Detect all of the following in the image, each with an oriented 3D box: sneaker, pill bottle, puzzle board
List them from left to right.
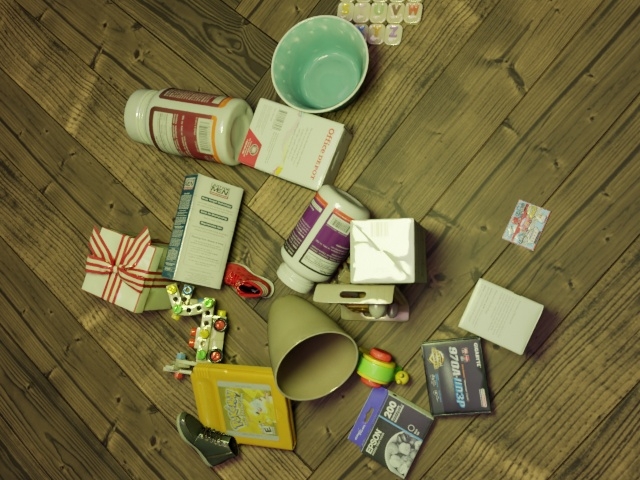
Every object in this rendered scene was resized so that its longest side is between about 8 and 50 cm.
[{"bbox_3d":[-0.442,-0.391,1.877,0.392,0.224,0.224,13,89,18],"label":"pill bottle"},{"bbox_3d":[-0.358,0.622,1.788,0.118,0.083,0.222,-26,110,21],"label":"sneaker"},{"bbox_3d":[-0.268,0.126,1.831,0.221,0.128,0.087,17,91,17],"label":"sneaker"},{"bbox_3d":[0.000,0.000,1.722,0.181,0.181,0.323,38,105,16],"label":"pill bottle"},{"bbox_3d":[0.607,-0.046,1.642,0.096,0.011,0.128,24,93,17],"label":"puzzle board"}]

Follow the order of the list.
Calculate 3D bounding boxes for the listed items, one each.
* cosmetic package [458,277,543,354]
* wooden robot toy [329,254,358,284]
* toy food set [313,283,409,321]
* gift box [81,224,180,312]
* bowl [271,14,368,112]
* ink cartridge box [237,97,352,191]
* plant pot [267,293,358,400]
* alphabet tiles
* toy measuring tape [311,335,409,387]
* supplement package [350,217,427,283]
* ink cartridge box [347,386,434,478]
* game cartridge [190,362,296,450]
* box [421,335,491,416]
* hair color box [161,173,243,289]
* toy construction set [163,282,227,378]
[{"bbox_3d":[0.507,0.212,1.578,0.183,0.151,0.151,24,92,16],"label":"cosmetic package"},{"bbox_3d":[0.101,0.104,1.763,0.079,0.076,0.173,27,119,-20],"label":"wooden robot toy"},{"bbox_3d":[0.128,0.196,1.620,0.219,0.306,0.092,-1,71,17],"label":"toy food set"},{"bbox_3d":[-0.627,0.078,1.876,0.255,0.258,0.276,14,91,17],"label":"gift box"},{"bbox_3d":[0.017,-0.533,1.779,0.311,0.163,0.312,-2,83,17],"label":"bowl"},{"bbox_3d":[-0.083,-0.301,1.809,0.306,0.131,0.226,23,92,16],"label":"ink cartridge box"},{"bbox_3d":[-0.057,0.291,1.683,0.256,0.256,0.274,-46,38,9],"label":"plant pot"},{"bbox_3d":[0.196,-0.777,1.821,0.284,0.021,0.278,8,88,18],"label":"alphabet tiles"},{"bbox_3d":[0.112,0.365,1.705,0.330,0.121,0.121,20,92,17],"label":"toy measuring tape"},{"bbox_3d":[0.204,0.038,1.609,0.177,0.293,0.175,-2,85,17],"label":"supplement package"},{"bbox_3d":[0.210,0.575,1.695,0.208,0.045,0.206,26,94,18],"label":"ink cartridge box"},{"bbox_3d":[-0.248,0.530,1.777,0.323,0.053,0.285,-1,110,16],"label":"game cartridge"},{"bbox_3d":[0.400,0.400,1.647,0.175,0.051,0.220,-8,83,16],"label":"box"},{"bbox_3d":[-0.387,-0.028,1.832,0.105,0.174,0.347,4,80,52],"label":"hair color box"},{"bbox_3d":[-0.422,0.311,1.851,0.215,0.151,0.328,8,96,-7],"label":"toy construction set"}]
